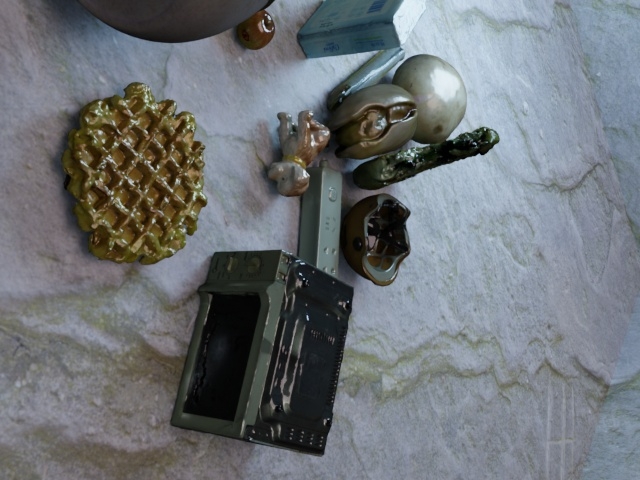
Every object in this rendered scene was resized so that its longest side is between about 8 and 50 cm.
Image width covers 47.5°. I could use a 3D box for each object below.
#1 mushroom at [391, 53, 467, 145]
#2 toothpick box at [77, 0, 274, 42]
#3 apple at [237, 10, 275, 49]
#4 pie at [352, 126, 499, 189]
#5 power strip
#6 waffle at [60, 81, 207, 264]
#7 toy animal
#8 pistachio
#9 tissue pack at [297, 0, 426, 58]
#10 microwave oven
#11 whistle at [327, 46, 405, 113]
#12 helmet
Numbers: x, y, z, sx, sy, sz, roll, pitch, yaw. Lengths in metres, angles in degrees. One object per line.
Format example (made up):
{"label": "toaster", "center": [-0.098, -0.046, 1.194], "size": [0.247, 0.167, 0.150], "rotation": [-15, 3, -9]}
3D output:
{"label": "mushroom", "center": [0.286, -0.374, 1.965], "size": [0.255, 0.184, 0.255], "rotation": [-2, 92, -52]}
{"label": "toothpick box", "center": [-0.211, -0.557, 1.190], "size": [0.425, 0.409, 0.409], "rotation": [-52, 126, -46]}
{"label": "apple", "center": [-0.138, -0.448, 1.540], "size": [0.084, 0.071, 0.084], "rotation": [19, 67, -55]}
{"label": "pie", "center": [0.261, -0.204, 1.827], "size": [0.296, 0.371, 0.078], "rotation": [-47, 120, -82]}
{"label": "power strip", "center": [0.000, 0.000, 1.687], "size": [0.091, 0.062, 0.385], "rotation": [12, 79, -53]}
{"label": "waffle", "center": [-0.323, -0.117, 1.294], "size": [0.302, 0.068, 0.325], "rotation": [-10, 94, -51]}
{"label": "toy animal", "center": [-0.035, -0.173, 1.631], "size": [0.184, 0.104, 0.185], "rotation": [29, 61, -55]}
{"label": "pistachio", "center": [0.125, -0.287, 1.762], "size": [0.288, 0.197, 0.166], "rotation": [-23, 94, -41]}
{"label": "tissue pack", "center": [0.098, -0.505, 1.678], "size": [0.177, 0.263, 0.089], "rotation": [-59, 133, -34]}
{"label": "microwave oven", "center": [-0.093, 0.222, 1.437], "size": [0.286, 0.218, 0.355], "rotation": [30, 65, -45]}
{"label": "whistle", "center": [0.118, -0.420, 1.857], "size": [0.057, 0.068, 0.326], "rotation": [45, 48, -1]}
{"label": "helmet", "center": [0.124, -0.007, 1.787], "size": [0.198, 0.130, 0.224], "rotation": [5, 94, -47]}
